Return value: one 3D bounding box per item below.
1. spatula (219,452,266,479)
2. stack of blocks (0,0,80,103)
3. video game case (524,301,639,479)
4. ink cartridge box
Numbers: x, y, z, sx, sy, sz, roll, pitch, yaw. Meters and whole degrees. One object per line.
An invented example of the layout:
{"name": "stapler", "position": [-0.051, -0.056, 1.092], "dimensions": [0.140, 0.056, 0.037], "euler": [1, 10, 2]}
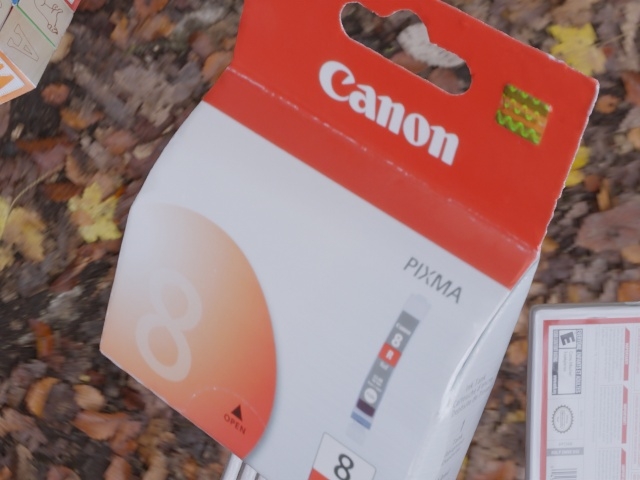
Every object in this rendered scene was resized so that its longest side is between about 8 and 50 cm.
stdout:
{"name": "spatula", "position": [-0.028, 0.101, 0.628], "dimensions": [0.019, 0.168, 0.242], "euler": [20, 82, -8]}
{"name": "stack of blocks", "position": [-0.287, -0.244, 0.933], "dimensions": [0.297, 0.087, 0.171], "euler": [51, 37, -32]}
{"name": "video game case", "position": [0.303, 0.147, 1.108], "dimensions": [0.285, 0.025, 0.204], "euler": [-1, 101, -4]}
{"name": "ink cartridge box", "position": [0.000, 0.000, 0.479], "dimensions": [0.145, 0.179, 0.045], "euler": [33, 36, 28]}
